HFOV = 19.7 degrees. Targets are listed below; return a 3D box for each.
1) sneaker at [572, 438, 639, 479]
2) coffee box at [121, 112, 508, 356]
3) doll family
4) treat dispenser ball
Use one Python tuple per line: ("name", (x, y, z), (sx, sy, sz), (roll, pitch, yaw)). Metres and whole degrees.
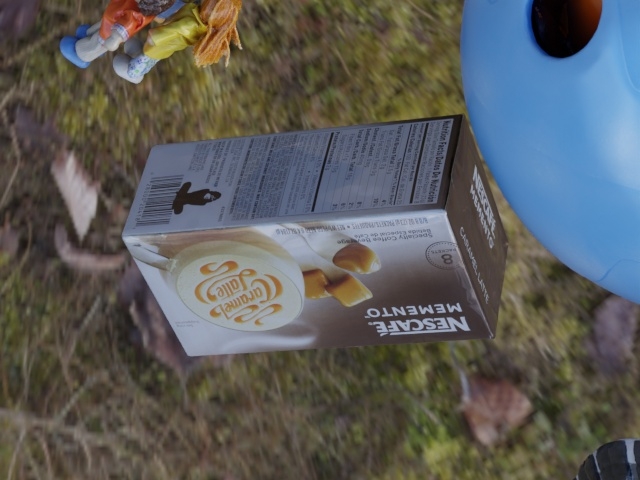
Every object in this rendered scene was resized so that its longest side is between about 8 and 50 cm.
("sneaker", (0.186, 0.158, 0.941), (0.121, 0.300, 0.111), (-4, 79, -13))
("coffee box", (0.000, 0.000, 1.349), (0.246, 0.098, 0.141), (-4, 137, 20))
("doll family", (-0.112, -0.236, 1.702), (0.118, 0.263, 0.163), (43, 137, -21))
("treat dispenser ball", (0.216, -0.101, 0.946), (0.288, 0.288, 0.288), (-2, 106, -6))
